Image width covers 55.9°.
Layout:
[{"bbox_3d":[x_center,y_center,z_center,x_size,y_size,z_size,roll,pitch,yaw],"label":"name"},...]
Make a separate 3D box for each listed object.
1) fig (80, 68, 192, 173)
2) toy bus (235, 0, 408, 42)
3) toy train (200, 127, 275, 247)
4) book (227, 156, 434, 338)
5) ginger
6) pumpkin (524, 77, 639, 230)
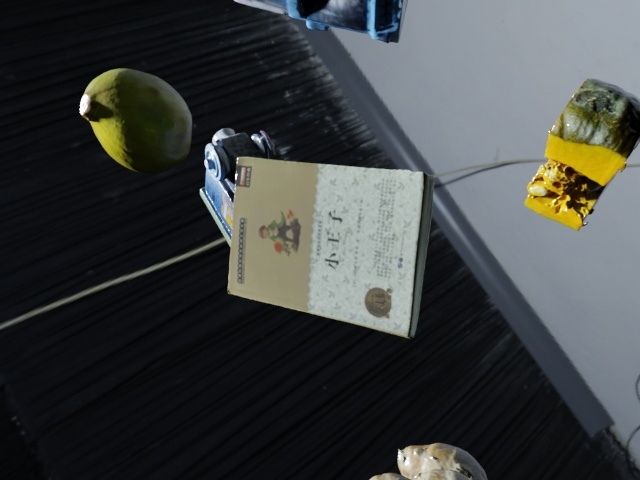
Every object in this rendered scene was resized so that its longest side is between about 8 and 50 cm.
[{"bbox_3d":[-0.242,-0.161,0.814,0.153,0.120,0.136,41,136,-18],"label":"fig"},{"bbox_3d":[0.028,-0.282,0.385,0.131,0.297,0.106,11,162,7],"label":"toy bus"},{"bbox_3d":[-0.119,-0.056,1.103,0.299,0.131,0.202,57,151,25],"label":"toy train"},{"bbox_3d":[0.000,0.000,0.539,0.199,0.016,0.138,10,99,32],"label":"book"},{"bbox_3d":[0.237,0.498,1.168,0.256,0.375,0.176,28,103,21],"label":"ginger"},{"bbox_3d":[0.472,-0.141,1.089,0.139,0.190,0.280,32,116,20],"label":"pumpkin"}]
